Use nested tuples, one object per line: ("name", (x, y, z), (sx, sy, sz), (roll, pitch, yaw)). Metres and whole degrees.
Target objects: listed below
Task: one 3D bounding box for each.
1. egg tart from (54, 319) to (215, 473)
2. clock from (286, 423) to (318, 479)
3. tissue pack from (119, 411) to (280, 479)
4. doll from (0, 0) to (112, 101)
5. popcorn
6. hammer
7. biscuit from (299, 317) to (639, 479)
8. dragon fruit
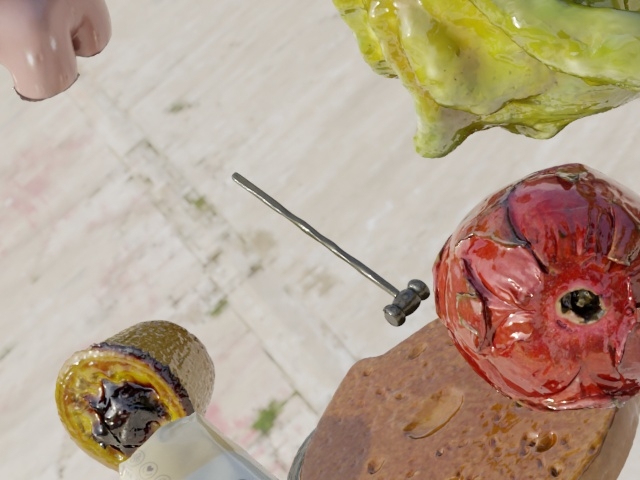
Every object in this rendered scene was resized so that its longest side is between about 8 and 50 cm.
("egg tart", (-0.246, 0.207, 1.819), (0.215, 0.215, 0.171), (-27, 14, 28))
("clock", (0.092, 0.353, 1.790), (0.280, 0.280, 0.055), (-45, -1, -12))
("tissue pack", (-0.035, 0.238, 0.897), (0.090, 0.186, 0.222), (-34, 42, -23))
("doll", (-0.323, -0.287, 1.219), (0.216, 0.268, 0.284), (18, 54, 17))
("popcorn", (0.140, -0.188, 0.849), (0.290, 0.321, 0.325), (-35, 56, 14))
("hammer", (0.000, 0.000, 1.554), (0.292, 0.029, 0.058), (36, 64, 24))
("biscuit", (0.154, 0.221, 1.499), (0.350, 0.078, 0.455), (-42, 26, -17))
("dragon fruit", (0.219, 0.045, 1.196), (0.241, 0.252, 0.240), (-5, 75, 18))
